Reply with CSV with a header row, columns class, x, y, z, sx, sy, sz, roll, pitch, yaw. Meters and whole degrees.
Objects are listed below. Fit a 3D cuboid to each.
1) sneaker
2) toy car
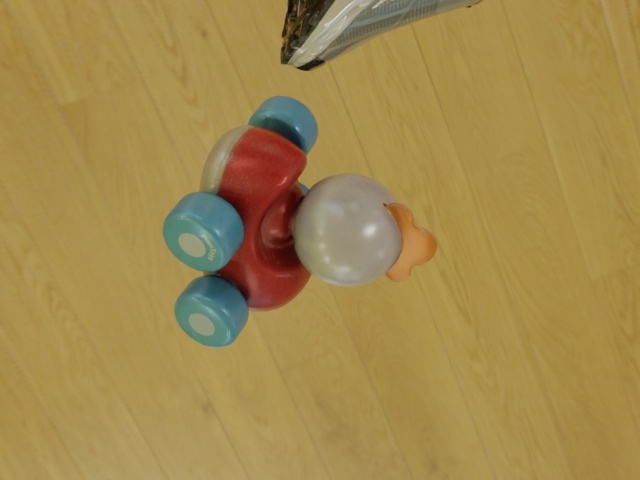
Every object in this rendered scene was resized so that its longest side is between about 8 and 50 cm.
class,x,y,z,sx,sy,sz,roll,pitch,yaw
sneaker,0.057,-0.179,0.687,0.108,0.100,0.271,19,156,-27
toy car,0.000,0.000,1.033,0.238,0.219,0.210,16,133,18
